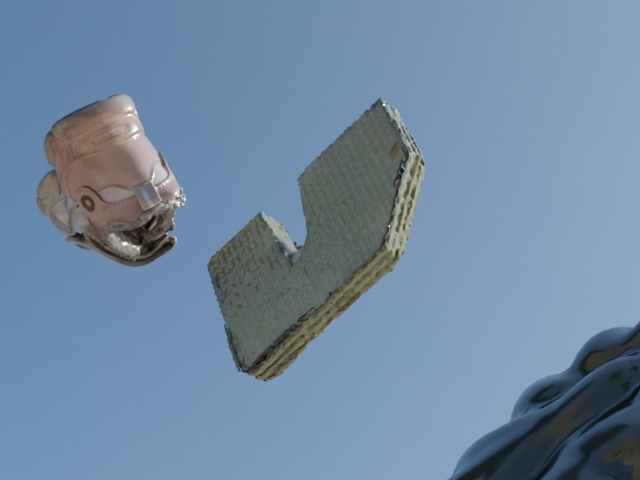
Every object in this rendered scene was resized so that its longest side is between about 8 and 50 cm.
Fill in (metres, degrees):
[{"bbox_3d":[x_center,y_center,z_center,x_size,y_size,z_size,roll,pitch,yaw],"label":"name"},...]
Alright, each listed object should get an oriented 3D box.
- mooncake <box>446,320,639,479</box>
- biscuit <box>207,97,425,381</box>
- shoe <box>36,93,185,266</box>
[{"bbox_3d":[0.191,0.183,0.726,0.187,0.351,0.351,45,-50,-4],"label":"mooncake"},{"bbox_3d":[0.000,0.000,1.078,0.046,0.147,0.250,26,-62,-42],"label":"biscuit"},{"bbox_3d":[-0.300,-0.045,1.731,0.172,0.198,0.351,-28,-16,-16],"label":"shoe"}]
